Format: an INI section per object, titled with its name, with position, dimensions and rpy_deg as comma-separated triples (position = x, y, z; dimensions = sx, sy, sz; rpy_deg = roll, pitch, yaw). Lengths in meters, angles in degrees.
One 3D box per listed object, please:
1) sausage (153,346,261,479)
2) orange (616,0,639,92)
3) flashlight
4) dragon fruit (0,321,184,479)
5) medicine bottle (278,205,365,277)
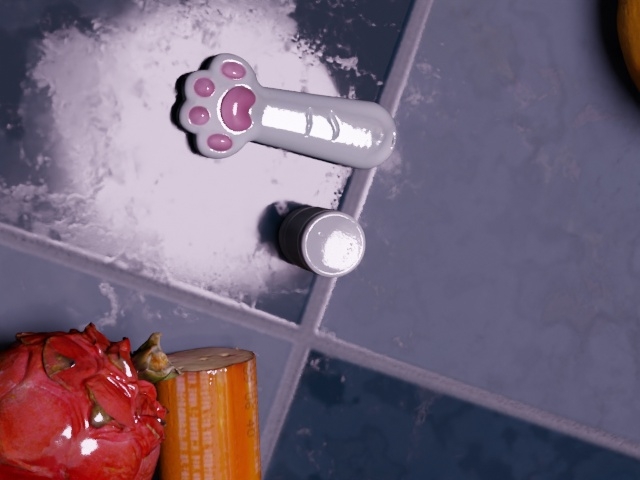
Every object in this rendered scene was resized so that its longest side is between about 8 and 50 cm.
[sausage]
position = -0.094, 0.255, 1.255
dimensions = 0.093, 0.093, 0.312
rpy_deg = -4, 96, -15
[orange]
position = 0.389, -0.204, 1.264
dimensions = 0.261, 0.261, 0.261
rpy_deg = -1, 95, -15
[flashlight]
position = -0.026, -0.106, 1.266
dimensions = 0.200, 0.047, 0.093
rpy_deg = 11, 91, -16
[dragon fruit]
position = -0.215, 0.160, 1.169
dimensions = 0.209, 0.172, 0.172
rpy_deg = -30, 103, 14
[medicine bottle]
position = 0.000, 0.000, 1.259
dimensions = 0.058, 0.091, 0.058
rpy_deg = -1, 95, -15
